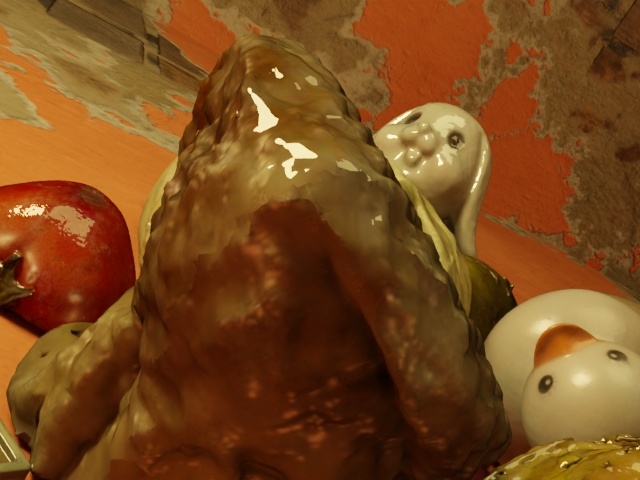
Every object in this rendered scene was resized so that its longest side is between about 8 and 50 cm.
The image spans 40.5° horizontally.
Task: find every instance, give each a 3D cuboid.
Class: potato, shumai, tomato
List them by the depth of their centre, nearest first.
[{"bbox_3d":[-0.062,0.051,0.463,0.267,0.262,0.314,60,1,7],"label":"shumai"},{"bbox_3d":[-0.205,-0.002,0.668,0.159,0.091,0.139,32,12,9],"label":"tomato"},{"bbox_3d":[0.180,0.090,1.097,0.251,0.113,0.150,15,66,-62],"label":"potato"}]

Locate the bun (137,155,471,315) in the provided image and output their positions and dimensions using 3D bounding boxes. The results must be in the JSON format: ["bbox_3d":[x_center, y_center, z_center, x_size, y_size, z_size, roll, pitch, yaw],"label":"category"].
[{"bbox_3d":[0.001,-0.002,0.891,0.364,0.202,0.364,28,15,-8],"label":"bun"}]

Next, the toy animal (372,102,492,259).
[{"bbox_3d":[0.131,-0.046,1.235,0.249,0.289,0.174,58,19,14],"label":"toy animal"}]

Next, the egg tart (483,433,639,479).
[{"bbox_3d":[0.230,0.233,0.582,0.294,0.116,0.295,12,37,-9],"label":"egg tart"}]

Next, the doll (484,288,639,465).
[{"bbox_3d":[0.259,0.166,0.826,0.251,0.221,0.221,63,1,-25],"label":"doll"}]

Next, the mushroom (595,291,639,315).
[{"bbox_3d":[0.417,0.174,1.288,0.226,0.178,0.226,29,-19,11],"label":"mushroom"}]

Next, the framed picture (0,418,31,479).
[{"bbox_3d":[-0.264,0.064,0.465,0.203,0.015,0.150,41,17,31],"label":"framed picture"}]

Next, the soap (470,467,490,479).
[{"bbox_3d":[0.027,0.093,0.668,0.250,0.162,0.099,43,3,5],"label":"soap"}]
